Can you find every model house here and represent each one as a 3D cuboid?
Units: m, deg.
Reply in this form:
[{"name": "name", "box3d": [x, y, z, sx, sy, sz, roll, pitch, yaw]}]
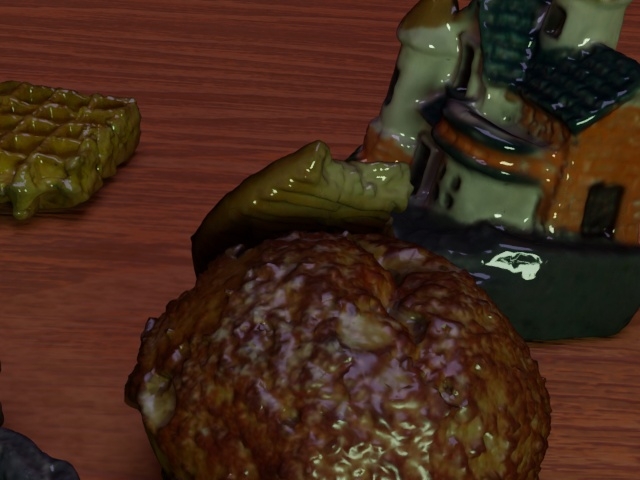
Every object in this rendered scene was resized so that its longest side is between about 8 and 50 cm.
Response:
[{"name": "model house", "box3d": [0.148, -0.108, 0.846, 0.190, 0.301, 0.271, 4, 27, -19]}]

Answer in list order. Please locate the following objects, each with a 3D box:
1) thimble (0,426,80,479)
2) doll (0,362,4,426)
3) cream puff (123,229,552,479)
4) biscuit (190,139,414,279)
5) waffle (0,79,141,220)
[{"name": "thimble", "box3d": [-0.175, 0.156, 0.479, 0.150, 0.097, 0.150, 5, 27, -2]}, {"name": "doll", "box3d": [-0.307, 0.062, 0.540, 0.286, 0.202, 0.091, -25, 23, -39]}, {"name": "cream puff", "box3d": [0.014, 0.080, 0.602, 0.240, 0.164, 0.240, 0, 27, 0]}, {"name": "biscuit", "box3d": [0.000, 0.001, 0.730, 0.228, 0.176, 0.031, 19, 51, -57]}, {"name": "waffle", "box3d": [-0.262, -0.077, 0.940, 0.160, 0.055, 0.211, 8, 27, 5]}]
